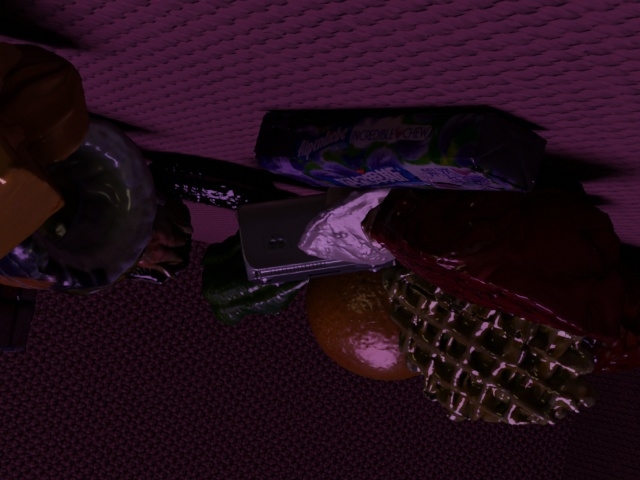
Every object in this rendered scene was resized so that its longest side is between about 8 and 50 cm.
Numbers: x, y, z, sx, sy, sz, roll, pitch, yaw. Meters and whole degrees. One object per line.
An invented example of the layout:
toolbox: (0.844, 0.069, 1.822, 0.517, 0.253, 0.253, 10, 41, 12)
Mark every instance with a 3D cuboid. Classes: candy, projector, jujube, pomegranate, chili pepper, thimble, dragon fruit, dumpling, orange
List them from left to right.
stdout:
thimble: (-0.326, -0.055, 1.585, 0.237, 0.237, 0.150, 15, 170, -42)
pomegranate: (-0.306, -0.033, 1.855, 0.276, 0.222, 0.204, -2, 144, -17)
chili pepper: (-0.075, 0.031, 2.387, 0.385, 0.213, 0.167, -19, 111, 42)
projector: (0.000, 0.000, 1.784, 0.198, 0.108, 0.250, -9, 175, 1)
dumpling: (0.062, -0.036, 1.587, 0.176, 0.092, 0.150, 5, 152, 10)
orange: (0.110, 0.100, 2.125, 0.274, 0.274, 0.274, 11, 176, 1)
candy: (0.064, -0.081, 1.196, 0.088, 0.061, 0.312, 18, 173, -38)
dragon fruit: (0.170, -0.021, 1.316, 0.205, 0.152, 0.317, 26, 177, -23)
jujube: (0.394, 0.101, 1.915, 0.232, 0.213, 0.213, 16, 173, -40)

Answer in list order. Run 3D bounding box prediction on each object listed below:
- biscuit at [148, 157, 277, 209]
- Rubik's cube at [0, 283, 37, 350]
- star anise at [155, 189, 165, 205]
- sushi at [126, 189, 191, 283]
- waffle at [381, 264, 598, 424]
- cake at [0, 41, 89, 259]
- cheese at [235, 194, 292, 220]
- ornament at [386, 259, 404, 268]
biscuit: (-0.152, -0.078, 1.855, 0.194, 0.053, 0.194, 11, 176, 1)
Rubik's cube: (-0.653, -0.009, 2.096, 0.337, 0.345, 0.344, 9, 174, 9)
star anise: (-0.375, -0.039, 2.017, 0.212, 0.283, 0.129, 31, 142, 6)
sushi: (-0.400, -0.022, 2.472, 0.343, 0.182, 0.196, 10, -179, 20)
waffle: (0.235, 0.141, 1.850, 0.317, 0.297, 0.073, -11, -159, 43)
cake: (-0.339, -0.080, 1.064, 0.222, 0.286, 0.227, 45, 177, 3)
cheese: (-0.091, -0.044, 2.002, 0.092, 0.048, 0.171, 5, -174, 25)
ornament: (0.168, 0.016, 1.892, 0.201, 0.059, 0.180, -22, 120, 35)
